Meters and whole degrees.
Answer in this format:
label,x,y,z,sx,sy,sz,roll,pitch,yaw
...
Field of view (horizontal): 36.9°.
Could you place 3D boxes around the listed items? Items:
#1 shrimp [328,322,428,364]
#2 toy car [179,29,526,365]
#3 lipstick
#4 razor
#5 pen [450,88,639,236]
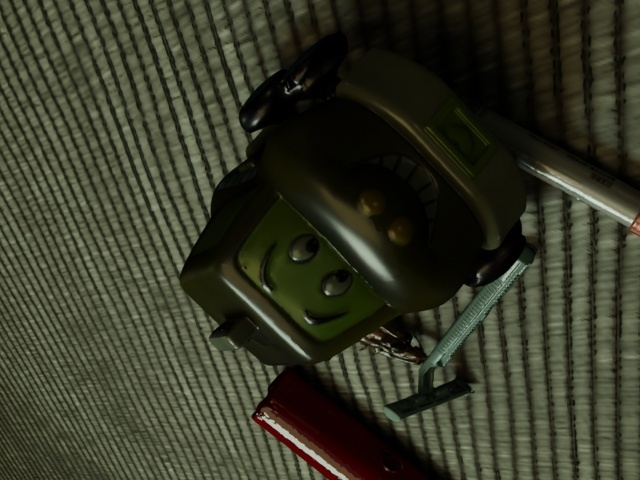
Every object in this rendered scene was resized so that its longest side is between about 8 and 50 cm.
label,x,y,z,sx,sy,sz,roll,pitch,yaw
shrimp,0.019,0.089,0.903,0.178,0.034,0.124,29,145,18
toy car,0.000,0.000,0.662,0.204,0.198,0.248,45,158,-11
lipstick,0.053,0.243,1.007,0.280,0.073,0.073,38,145,2
razor,0.119,0.073,0.784,0.036,0.084,0.211,54,142,30
pen,0.160,-0.046,0.634,0.239,0.028,0.028,31,144,13
